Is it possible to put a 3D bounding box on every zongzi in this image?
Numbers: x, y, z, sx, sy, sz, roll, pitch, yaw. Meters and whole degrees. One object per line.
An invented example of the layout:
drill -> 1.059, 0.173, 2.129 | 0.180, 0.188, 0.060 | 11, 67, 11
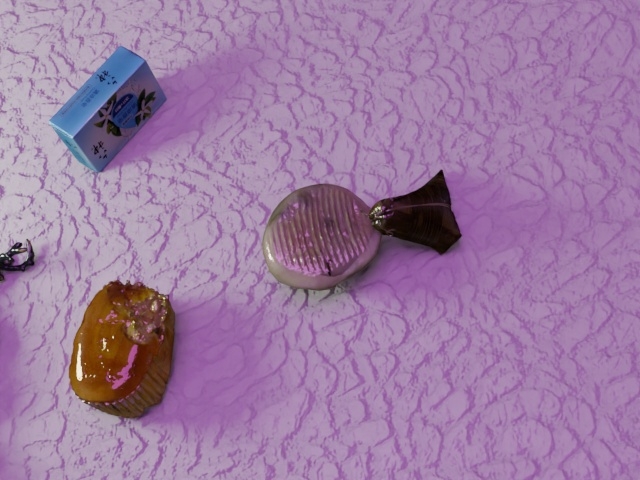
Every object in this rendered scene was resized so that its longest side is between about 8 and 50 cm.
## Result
zongzi -> 0.167, -0.081, 1.791 | 0.187, 0.084, 0.184 | 15, 54, -26

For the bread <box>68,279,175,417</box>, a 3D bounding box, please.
bread -> -0.365, 0.199, 1.764 | 0.179, 0.133, 0.250 | 6, 64, 19

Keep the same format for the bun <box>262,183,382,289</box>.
bun -> 0.000, 0.000, 1.797 | 0.237, 0.116, 0.210 | -18, 64, -17

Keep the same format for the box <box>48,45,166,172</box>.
box -> -0.446, -0.277, 2.015 | 0.083, 0.142, 0.232 | 31, 73, 23

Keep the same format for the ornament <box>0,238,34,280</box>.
ornament -> -0.657, 0.099, 1.902 | 0.236, 0.080, 0.202 | -42, 60, -11
